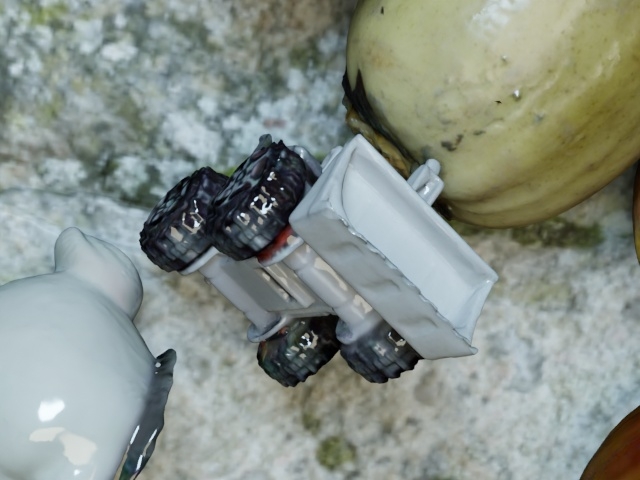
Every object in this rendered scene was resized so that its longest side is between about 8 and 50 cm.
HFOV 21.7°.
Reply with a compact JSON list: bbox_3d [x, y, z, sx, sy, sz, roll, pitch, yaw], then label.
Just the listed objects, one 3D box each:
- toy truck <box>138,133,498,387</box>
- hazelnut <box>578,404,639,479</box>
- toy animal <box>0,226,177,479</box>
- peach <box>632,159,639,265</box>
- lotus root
[{"bbox_3d":[0.000,0.000,0.891,0.136,0.286,0.111,44,72,-17],"label":"toy truck"},{"bbox_3d":[0.261,0.170,1.034,0.212,0.181,0.181,23,76,-18],"label":"hazelnut"},{"bbox_3d":[-0.243,0.059,0.939,0.310,0.183,0.247,28,97,-8],"label":"toy animal"},{"bbox_3d":[0.289,-0.005,0.942,0.214,0.235,0.214,-1,116,-3],"label":"peach"},{"bbox_3d":[0.144,-0.145,0.916,0.183,0.183,0.310,40,97,-15],"label":"lotus root"}]
